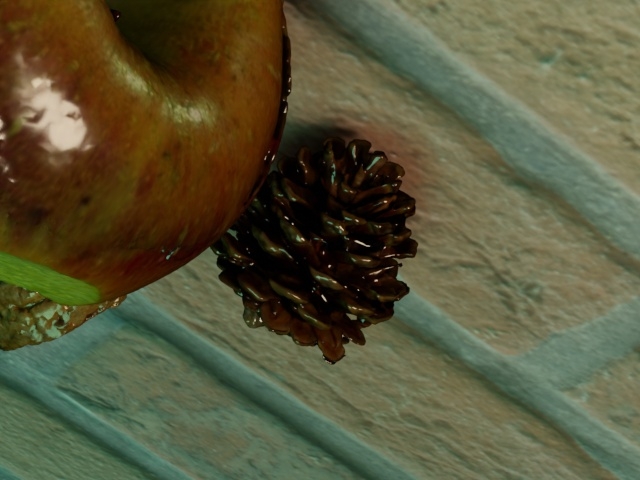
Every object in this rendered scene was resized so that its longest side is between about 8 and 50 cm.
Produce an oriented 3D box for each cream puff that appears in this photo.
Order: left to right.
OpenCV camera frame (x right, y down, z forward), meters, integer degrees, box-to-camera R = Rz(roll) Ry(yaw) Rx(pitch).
[{"bbox_3d":[-0.228,-0.019,1.390,0.183,0.183,0.169,-18,105,44],"label":"cream puff"}]

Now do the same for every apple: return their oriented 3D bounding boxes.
[{"bbox_3d":[-0.216,-0.130,1.051,0.374,0.374,0.384,-3,131,33],"label":"apple"}]

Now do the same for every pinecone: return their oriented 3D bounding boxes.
[{"bbox_3d":[0.000,0.000,1.275,0.174,0.173,0.173,16,144,12],"label":"pinecone"}]
